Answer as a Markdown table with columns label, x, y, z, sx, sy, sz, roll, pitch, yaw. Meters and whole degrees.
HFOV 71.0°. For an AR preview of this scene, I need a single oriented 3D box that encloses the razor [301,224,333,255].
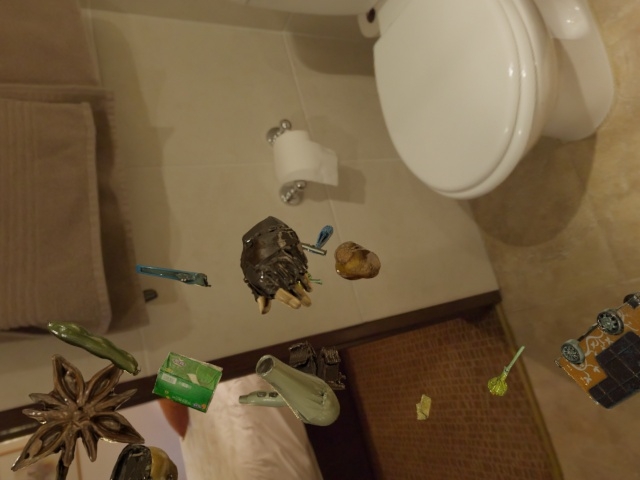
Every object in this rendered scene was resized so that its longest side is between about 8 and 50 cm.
| label | x | y | z | sx | sy | sz | roll | pitch | yaw |
| --- | --- | --- | --- | --- | --- | --- | --- | --- | --- |
| razor | 0.000 | 0.000 | 1.319 | 0.253 | 0.081 | 0.042 | -55 | -20 | -69 |

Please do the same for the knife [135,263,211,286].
| label | x | y | z | sx | sy | sz | roll | pitch | yaw |
| --- | --- | --- | --- | --- | --- | --- | --- | --- | --- |
| knife | -0.479 | 0.112 | 1.442 | 0.296 | 0.026 | 0.044 | 6 | 109 | 21 |

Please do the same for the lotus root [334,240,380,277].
| label | x | y | z | sx | sy | sz | roll | pitch | yaw |
| --- | --- | --- | --- | --- | --- | --- | --- | --- | --- |
| lotus root | 0.159 | 0.091 | 2.054 | 0.193 | 0.291 | 0.193 | -6 | 79 | 30 |

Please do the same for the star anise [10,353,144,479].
| label | x | y | z | sx | sy | sz | roll | pitch | yaw |
| --- | --- | --- | --- | --- | --- | --- | --- | --- | --- |
| star anise | -0.603 | 0.448 | 1.117 | 0.350 | 0.292 | 0.109 | 68 | 153 | 16 |

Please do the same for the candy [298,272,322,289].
| label | x | y | z | sx | sy | sz | roll | pitch | yaw |
| --- | --- | --- | --- | --- | --- | --- | --- | --- | --- |
| candy | -0.044 | 0.138 | 1.571 | 0.073 | 0.077 | 0.262 | 46 | 164 | -11 |

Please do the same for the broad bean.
| label | x | y | z | sx | sy | sz | roll | pitch | yaw |
| --- | --- | --- | --- | --- | --- | --- | --- | --- | --- |
| broad bean | -0.544 | 0.259 | 1.093 | 0.065 | 0.254 | 0.046 | -34 | 28 | 35 |

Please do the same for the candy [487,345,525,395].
| label | x | y | z | sx | sy | sz | roll | pitch | yaw |
| --- | --- | --- | --- | --- | --- | --- | --- | --- | --- |
| candy | 0.611 | 0.423 | 1.461 | 0.062 | 0.058 | 0.194 | 43 | 112 | 50 |

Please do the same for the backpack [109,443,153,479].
| label | x | y | z | sx | sy | sz | roll | pitch | yaw |
| --- | --- | --- | --- | --- | --- | --- | --- | --- | --- |
| backpack | -0.482 | 0.614 | 1.149 | 0.120 | 0.105 | 0.165 | -19 | 54 | 62 |

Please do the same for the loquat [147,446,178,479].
| label | x | y | z | sx | sy | sz | roll | pitch | yaw |
| --- | --- | --- | --- | --- | --- | --- | --- | --- | --- |
| loquat | -0.576 | 0.796 | 1.499 | 0.213 | 0.213 | 0.213 | 23 | 117 | 58 |

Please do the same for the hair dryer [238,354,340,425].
| label | x | y | z | sx | sy | sz | roll | pitch | yaw |
| --- | --- | --- | --- | --- | --- | --- | --- | --- | --- |
| hair dryer | -0.087 | 0.278 | 0.851 | 0.219 | 0.224 | 0.088 | 72 | -153 | -46 |

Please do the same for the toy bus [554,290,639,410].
| label | x | y | z | sx | sy | sz | roll | pitch | yaw |
| --- | --- | --- | --- | --- | --- | --- | --- | --- | --- |
| toy bus | 0.765 | 0.260 | 1.103 | 0.194 | 0.161 | 0.323 | 55 | 148 | 31 |

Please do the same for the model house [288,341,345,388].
| label | x | y | z | sx | sy | sz | roll | pitch | yaw |
| --- | --- | --- | --- | --- | --- | --- | --- | --- | --- |
| model house | -0.012 | 0.430 | 1.536 | 0.203 | 0.141 | 0.164 | -11 | 70 | 28 |

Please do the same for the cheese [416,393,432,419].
| label | x | y | z | sx | sy | sz | roll | pitch | yaw |
| --- | --- | --- | --- | --- | --- | --- | --- | --- | --- |
| cheese | 0.322 | 0.521 | 1.392 | 0.084 | 0.041 | 0.060 | 96 | -170 | -49 |

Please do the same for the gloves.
| label | x | y | z | sx | sy | sz | roll | pitch | yaw |
| --- | --- | --- | --- | --- | --- | --- | --- | --- | --- |
| gloves | -0.087 | 0.059 | 0.898 | 0.164 | 0.124 | 0.203 | -53 | 40 | 6 |

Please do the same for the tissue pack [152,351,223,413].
| label | x | y | z | sx | sy | sz | roll | pitch | yaw |
| --- | --- | --- | --- | --- | --- | --- | --- | --- | --- |
| tissue pack | -0.476 | 0.501 | 1.644 | 0.156 | 0.209 | 0.148 | -75 | 9 | -60 |
